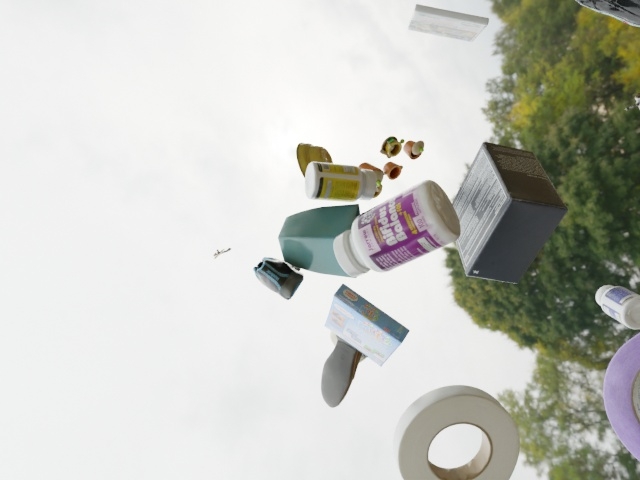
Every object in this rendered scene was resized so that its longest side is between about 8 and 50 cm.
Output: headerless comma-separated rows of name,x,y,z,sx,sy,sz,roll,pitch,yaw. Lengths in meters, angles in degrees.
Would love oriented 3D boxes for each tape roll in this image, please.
tape roll,0.422,0.641,1.577,0.392,0.392,0.072,59,-179,-11
tape roll,0.642,0.272,0.861,0.090,0.275,0.274,5,-113,-50

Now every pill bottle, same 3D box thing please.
pill bottle,0.063,-0.182,1.608,0.209,0.119,0.119,3,-116,-17
pill bottle,0.187,-0.018,1.299,0.169,0.302,0.169,37,-143,-36
pill bottle,1.034,0.219,1.738,0.112,0.112,0.186,58,-174,-12

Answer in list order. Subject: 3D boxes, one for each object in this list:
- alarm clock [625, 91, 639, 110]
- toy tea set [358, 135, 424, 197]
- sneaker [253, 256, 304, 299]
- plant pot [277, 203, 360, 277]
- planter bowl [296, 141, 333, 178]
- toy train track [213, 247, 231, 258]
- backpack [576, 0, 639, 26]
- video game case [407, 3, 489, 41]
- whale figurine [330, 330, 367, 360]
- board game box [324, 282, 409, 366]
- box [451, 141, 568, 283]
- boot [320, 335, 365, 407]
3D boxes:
alarm clock,0.852,-0.358,1.214,0.064,0.192,0.129,57,-175,-10
toy tea set,0.296,-0.302,2.089,0.124,0.336,0.200,48,-176,41
sneaker,-0.145,0.099,1.669,0.140,0.341,0.125,35,-97,-9
plant pot,0.000,0.000,1.561,0.165,0.234,0.165,-73,-22,-47
planter bowl,-0.007,-0.332,2.154,0.217,0.090,0.217,42,-142,-45
toy train track,-0.292,0.032,1.502,0.014,0.048,0.083,50,-156,8
backpack,0.825,-0.689,1.305,0.253,0.225,0.191,38,-116,16
video game case,0.356,-0.615,1.442,0.183,0.201,0.023,-64,-14,-82
whale figurine,0.126,0.342,1.933,0.141,0.216,0.272,-36,-40,-23
board game box,0.090,0.184,1.070,0.160,0.211,0.039,35,-113,11
box,0.538,-0.081,1.514,0.183,0.296,0.294,10,-139,-8
boot,0.090,0.341,1.452,0.115,0.112,0.305,4,-70,-44
